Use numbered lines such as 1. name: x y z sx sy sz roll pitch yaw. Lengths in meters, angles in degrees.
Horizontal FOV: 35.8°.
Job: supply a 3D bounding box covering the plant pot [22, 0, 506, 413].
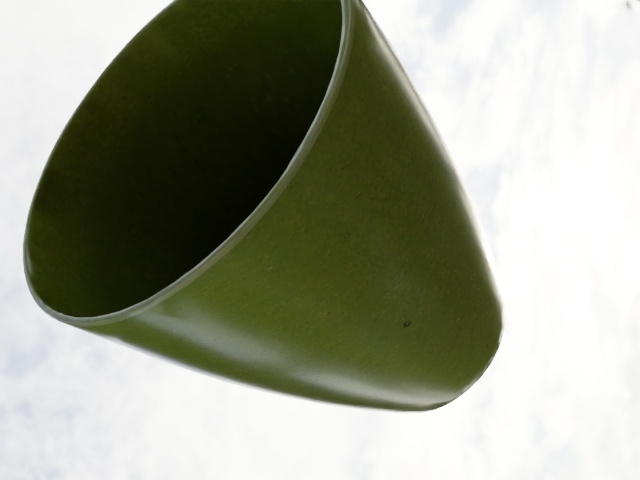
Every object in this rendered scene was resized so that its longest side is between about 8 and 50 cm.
1. plant pot: 0.000 0.000 0.694 0.293 0.274 0.275 38 -119 -37
